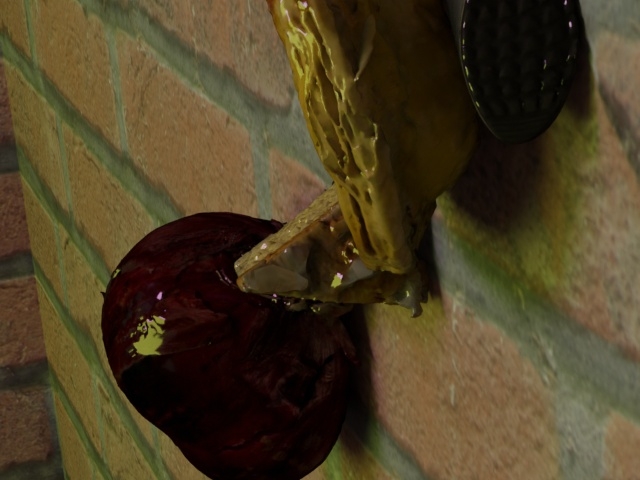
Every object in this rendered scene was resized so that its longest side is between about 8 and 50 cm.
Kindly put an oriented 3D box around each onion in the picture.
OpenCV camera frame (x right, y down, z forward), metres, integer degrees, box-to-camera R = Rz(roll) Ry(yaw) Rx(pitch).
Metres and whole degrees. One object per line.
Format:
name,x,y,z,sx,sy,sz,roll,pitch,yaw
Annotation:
onion,-0.078,0.108,1.492,0.221,0.281,0.281,-41,-50,-59

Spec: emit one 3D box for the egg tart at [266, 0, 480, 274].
egg tart,0.036,-0.119,1.085,0.295,0.116,0.295,-22,-90,-89

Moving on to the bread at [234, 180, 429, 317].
bread,0.000,0.000,1.290,0.147,0.152,0.127,-151,53,-79

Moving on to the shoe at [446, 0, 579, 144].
shoe,0.109,-0.154,0.989,0.077,0.074,0.194,148,113,-84
